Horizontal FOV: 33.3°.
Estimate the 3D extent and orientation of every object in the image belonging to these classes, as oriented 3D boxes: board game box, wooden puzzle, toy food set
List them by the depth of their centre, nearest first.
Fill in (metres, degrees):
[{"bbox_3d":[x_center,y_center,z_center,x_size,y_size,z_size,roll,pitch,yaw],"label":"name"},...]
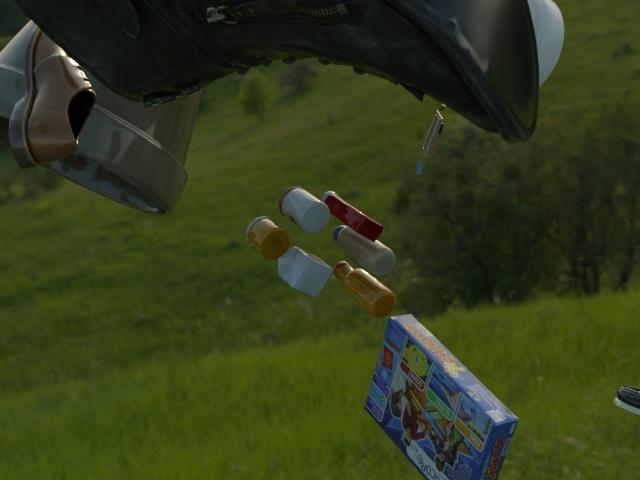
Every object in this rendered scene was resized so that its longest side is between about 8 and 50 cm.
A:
[{"bbox_3d":[0.128,0.194,1.195,0.035,0.136,0.201,-6,34,-32],"label":"board game box"},{"bbox_3d":[0.000,0.000,1.272,0.232,0.111,0.104,25,8,-39],"label":"toy food set"},{"bbox_3d":[0.172,-0.161,1.621,0.014,0.116,0.078,19,23,-2],"label":"wooden puzzle"}]

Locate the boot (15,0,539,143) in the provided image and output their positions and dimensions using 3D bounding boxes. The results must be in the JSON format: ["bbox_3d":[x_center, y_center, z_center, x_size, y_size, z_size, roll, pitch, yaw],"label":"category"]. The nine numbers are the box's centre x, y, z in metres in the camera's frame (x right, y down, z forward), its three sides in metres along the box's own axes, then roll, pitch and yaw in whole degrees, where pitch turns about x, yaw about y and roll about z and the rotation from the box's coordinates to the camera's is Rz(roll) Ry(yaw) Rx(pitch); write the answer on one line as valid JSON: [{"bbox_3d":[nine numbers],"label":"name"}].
[{"bbox_3d":[-0.025,-0.120,0.596,0.229,0.263,0.091,-15,50,40],"label":"boot"}]

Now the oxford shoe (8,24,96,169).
[{"bbox_3d":[-0.269,-0.160,1.121,0.076,0.076,0.212,-10,51,6],"label":"oxford shoe"}]

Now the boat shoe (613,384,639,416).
[{"bbox_3d":[0.475,0.199,1.313,0.233,0.079,0.084,4,-7,44],"label":"boat shoe"}]

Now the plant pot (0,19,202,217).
[{"bbox_3d":[-0.286,-0.225,1.464,0.323,0.323,0.280,18,78,45],"label":"plant pot"}]

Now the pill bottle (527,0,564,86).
[{"bbox_3d":[0.118,-0.275,1.228,0.334,0.188,0.188,17,7,-35],"label":"pill bottle"}]
